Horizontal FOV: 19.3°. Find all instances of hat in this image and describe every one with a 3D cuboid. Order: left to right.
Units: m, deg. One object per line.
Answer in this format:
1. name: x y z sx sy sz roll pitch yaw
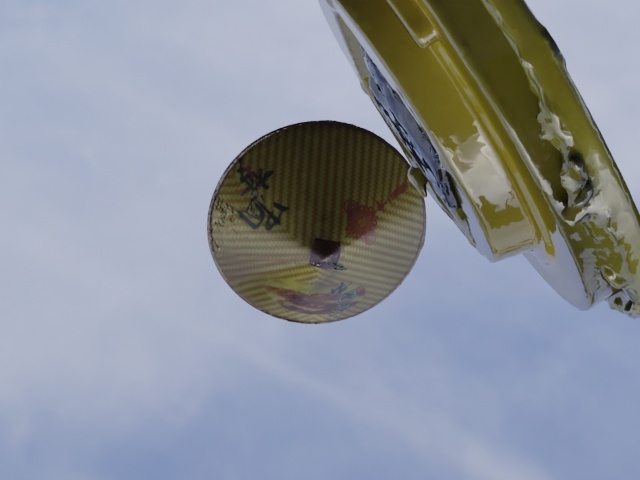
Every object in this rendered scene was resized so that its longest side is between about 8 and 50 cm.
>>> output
1. hat: 0.000 0.000 1.608 0.193 0.193 0.082 -1 -156 -4

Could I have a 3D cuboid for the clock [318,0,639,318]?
1. clock: 0.050 -0.060 0.737 0.057 0.237 0.237 -32 -144 -2
